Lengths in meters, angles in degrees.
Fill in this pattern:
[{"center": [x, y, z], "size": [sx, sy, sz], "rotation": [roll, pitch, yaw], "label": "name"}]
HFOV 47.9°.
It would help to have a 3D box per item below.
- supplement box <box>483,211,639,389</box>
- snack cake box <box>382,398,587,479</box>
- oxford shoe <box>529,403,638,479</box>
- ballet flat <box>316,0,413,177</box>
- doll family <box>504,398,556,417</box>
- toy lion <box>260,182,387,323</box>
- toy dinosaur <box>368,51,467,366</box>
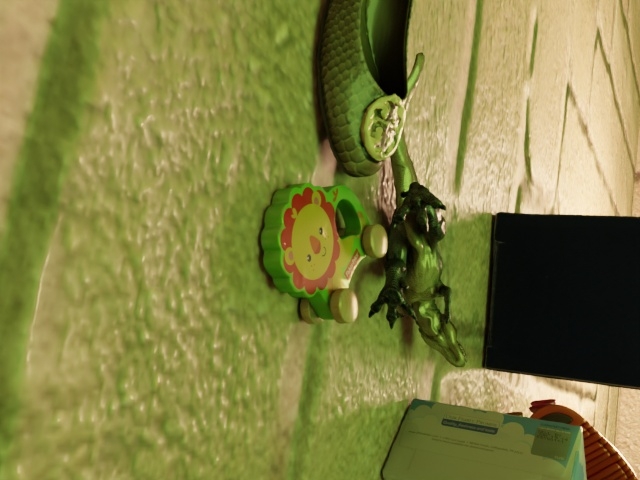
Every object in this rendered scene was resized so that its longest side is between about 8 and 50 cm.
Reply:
[{"center": [0.367, 0.078, 0.970], "size": [0.356, 0.195, 0.194], "rotation": [10, 84, -60], "label": "supplement box"}, {"center": [0.166, 0.275, 0.664], "size": [0.089, 0.152, 0.264], "rotation": [-56, 139, -43], "label": "snack cake box"}, {"center": [0.288, 0.272, 0.745], "size": [0.271, 0.097, 0.098], "rotation": [58, 14, -10], "label": "oxford shoe"}, {"center": [0.045, -0.168, 0.498], "size": [0.084, 0.058, 0.249], "rotation": [14, 80, -60], "label": "ballet flat"}, {"center": [0.246, 0.301, 0.875], "size": [0.263, 0.118, 0.163], "rotation": [-3, 81, -70], "label": "doll family"}, {"center": [0.000, 0.000, 0.465], "size": [0.096, 0.034, 0.100], "rotation": [62, 41, -32], "label": "toy lion"}, {"center": [0.074, -0.005, 0.567], "size": [0.118, 0.064, 0.268], "rotation": [-55, 139, -66], "label": "toy dinosaur"}]
